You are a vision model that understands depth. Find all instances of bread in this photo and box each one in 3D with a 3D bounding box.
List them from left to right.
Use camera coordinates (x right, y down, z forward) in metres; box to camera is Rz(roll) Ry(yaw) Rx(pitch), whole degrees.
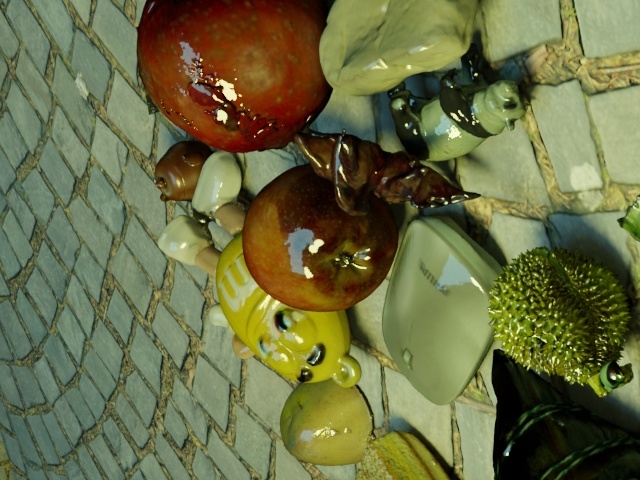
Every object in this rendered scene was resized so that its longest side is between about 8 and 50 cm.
[{"bbox_3d":[0.137,0.441,2.017,0.184,0.110,0.234,56,150,28],"label":"bread"}]

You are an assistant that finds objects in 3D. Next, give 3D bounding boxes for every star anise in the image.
[{"bbox_3d":[0.075,-0.074,1.629,0.272,0.272,0.103,21,88,46],"label":"star anise"}]

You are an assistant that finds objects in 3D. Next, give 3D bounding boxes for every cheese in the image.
[{"bbox_3d":[0.097,-0.273,1.556,0.263,0.093,0.159,-13,66,54],"label":"cheese"}]

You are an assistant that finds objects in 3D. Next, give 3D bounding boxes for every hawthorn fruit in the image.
[{"bbox_3d":[-0.116,-0.279,1.717,0.316,0.316,0.316,33,137,38],"label":"hawthorn fruit"}]

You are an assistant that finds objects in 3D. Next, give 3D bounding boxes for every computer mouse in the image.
[{"bbox_3d":[0.164,0.106,1.767,0.197,0.095,0.331,48,144,30],"label":"computer mouse"}]

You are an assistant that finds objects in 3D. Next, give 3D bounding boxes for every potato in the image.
[{"bbox_3d":[-0.004,0.326,2.132,0.202,0.117,0.182,-17,95,58],"label":"potato"}]

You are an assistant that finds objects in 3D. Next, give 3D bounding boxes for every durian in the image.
[{"bbox_3d":[0.299,0.094,1.516,0.198,0.159,0.146,29,157,-8],"label":"durian"}]

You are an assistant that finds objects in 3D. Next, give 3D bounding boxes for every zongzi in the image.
[{"bbox_3d":[0.341,0.384,1.622,0.383,0.319,0.362,50,159,51],"label":"zongzi"}]

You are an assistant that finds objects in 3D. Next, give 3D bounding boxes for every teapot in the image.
[{"bbox_3d":[-0.246,-0.113,2.164,0.116,0.116,0.173,56,147,11],"label":"teapot"}]

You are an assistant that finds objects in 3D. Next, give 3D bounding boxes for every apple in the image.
[{"bbox_3d":[0.000,0.000,1.777,0.230,0.230,0.230,33,137,38],"label":"apple"}]

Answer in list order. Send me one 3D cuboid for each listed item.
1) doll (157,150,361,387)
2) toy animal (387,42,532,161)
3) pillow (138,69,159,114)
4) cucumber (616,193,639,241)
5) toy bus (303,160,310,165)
[{"bbox_3d":[-0.094,0.041,2.030,0.423,0.161,0.348,13,106,41],"label":"doll"},{"bbox_3d":[0.173,-0.167,1.556,0.121,0.094,0.225,51,142,-14],"label":"toy animal"},{"bbox_3d":[-0.267,-0.278,2.135,0.150,0.048,0.090,-16,107,53],"label":"pillow"},{"bbox_3d":[0.443,0.014,1.294,0.244,0.134,0.134,44,143,20],"label":"cucumber"},{"bbox_3d":[-0.031,-0.070,1.903,0.131,0.037,0.052,-50,56,17],"label":"toy bus"}]
